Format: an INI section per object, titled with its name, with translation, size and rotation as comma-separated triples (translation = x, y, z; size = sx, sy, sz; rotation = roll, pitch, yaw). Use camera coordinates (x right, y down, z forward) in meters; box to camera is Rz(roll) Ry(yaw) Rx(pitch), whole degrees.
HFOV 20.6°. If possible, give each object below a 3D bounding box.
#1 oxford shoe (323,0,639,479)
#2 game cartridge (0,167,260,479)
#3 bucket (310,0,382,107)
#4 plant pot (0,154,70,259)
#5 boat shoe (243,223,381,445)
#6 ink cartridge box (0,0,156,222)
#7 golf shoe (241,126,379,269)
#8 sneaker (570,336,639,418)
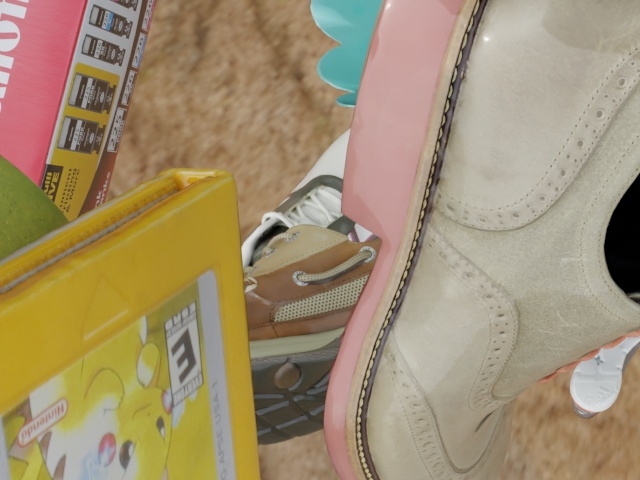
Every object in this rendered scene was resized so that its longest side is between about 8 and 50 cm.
[oxford shoe]
translation = 0.080, 0.026, 0.705
size = 0.130, 0.123, 0.348
rotation = 17, 146, 12
[game cartridge]
translation = -0.105, 0.156, 0.840
size = 0.053, 0.285, 0.323
rotation = 2, 109, 26
[bucket]
translation = 0.120, -0.192, 1.029
size = 0.183, 0.281, 0.281
rotation = 7, 112, -16
[plant pot]
translation = -0.257, 0.085, 0.891
size = 0.275, 0.293, 0.274
rotation = 26, 152, 16
[boat shoe]
translation = 0.000, 0.055, 1.205
size = 0.324, 0.120, 0.122
rotation = -8, 148, -17
[ink cartridge box]
translation = -0.252, -0.134, 1.478
size = 0.130, 0.272, 0.309
rotation = 15, 93, 9
[golf shoe]
translation = 0.000, 0.000, 1.464
size = 0.105, 0.120, 0.273
rotation = 31, 78, 15
[sneaker]
translation = 0.280, 0.105, 1.717
size = 0.061, 0.158, 0.065
rotation = 29, 156, 10
